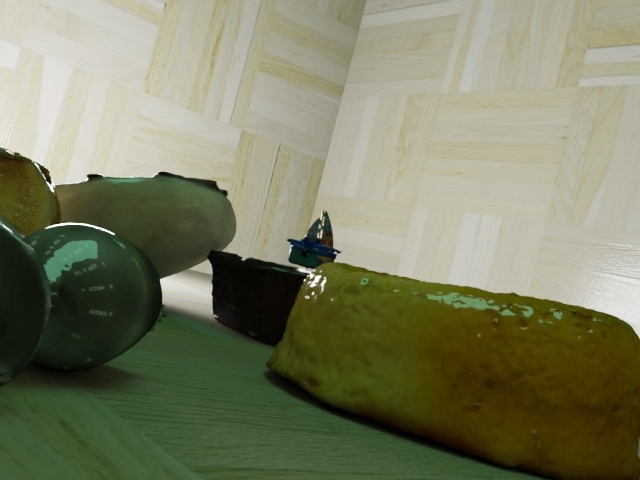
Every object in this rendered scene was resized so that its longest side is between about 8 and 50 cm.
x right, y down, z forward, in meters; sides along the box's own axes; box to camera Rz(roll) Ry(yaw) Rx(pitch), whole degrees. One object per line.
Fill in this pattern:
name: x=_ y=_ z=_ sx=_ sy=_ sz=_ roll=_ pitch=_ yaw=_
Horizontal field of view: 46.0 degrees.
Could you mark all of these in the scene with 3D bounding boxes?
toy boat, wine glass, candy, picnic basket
toy boat: x=0.000 y=0.000 z=1.350 sx=0.091 sy=0.110 sz=0.175 roll=12 pitch=-3 yaw=14
wine glass: x=-0.210 y=0.045 z=0.586 sx=0.127 sy=0.126 sz=0.241 roll=14 pitch=0 yaw=7
candy: x=-0.348 y=-0.012 z=1.379 sx=0.386 sy=0.186 sz=0.427 roll=-13 pitch=-8 yaw=40
picnic basket: x=-0.076 y=0.104 z=1.307 sx=0.223 sy=0.129 sz=0.297 roll=14 pitch=-3 yaw=-31

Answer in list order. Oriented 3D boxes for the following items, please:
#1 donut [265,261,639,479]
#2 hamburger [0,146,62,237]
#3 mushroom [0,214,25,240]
donut: x=0.140 y=0.124 z=0.876 sx=0.378 sy=0.163 sz=0.435 roll=14 pitch=-1 yaw=-18
hamburger: x=-0.468 y=-0.038 z=1.048 sx=0.214 sy=0.213 sz=0.108 roll=15 pitch=-6 yaw=-18
mushroom: x=-0.354 y=0.031 z=0.863 sx=0.351 sy=0.097 sz=0.109 roll=18 pitch=-38 yaw=35
